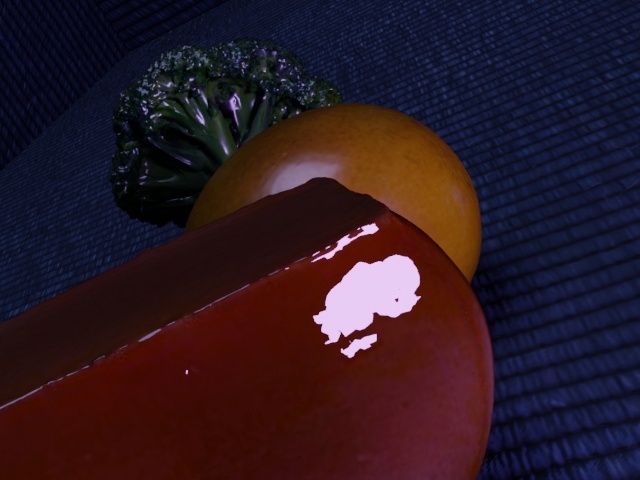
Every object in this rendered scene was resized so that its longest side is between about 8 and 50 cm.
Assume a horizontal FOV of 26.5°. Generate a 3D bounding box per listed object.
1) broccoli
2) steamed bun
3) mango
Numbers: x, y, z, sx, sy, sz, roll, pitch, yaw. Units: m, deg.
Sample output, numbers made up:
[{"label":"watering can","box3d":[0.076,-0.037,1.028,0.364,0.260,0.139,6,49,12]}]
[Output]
[{"label":"broccoli","box3d":[-0.102,-0.094,1.561,0.298,0.297,0.297,-30,40,9]},{"label":"steamed bun","box3d":[-0.069,0.139,0.887,0.379,0.248,0.235,-27,17,-11]},{"label":"mango","box3d":[0.000,0.000,1.197,0.264,0.221,0.378,-38,8,-2]}]
